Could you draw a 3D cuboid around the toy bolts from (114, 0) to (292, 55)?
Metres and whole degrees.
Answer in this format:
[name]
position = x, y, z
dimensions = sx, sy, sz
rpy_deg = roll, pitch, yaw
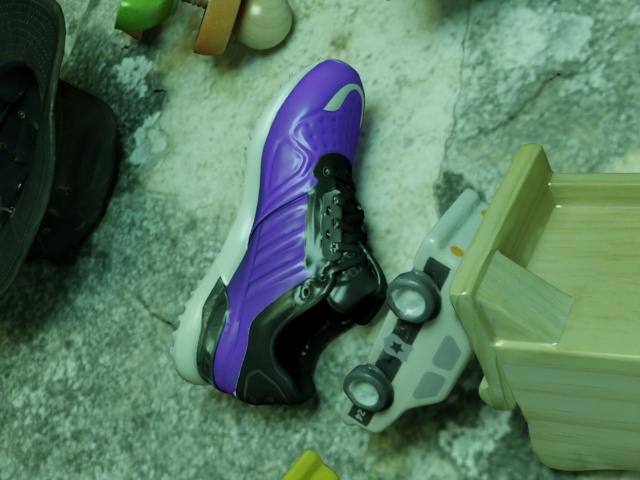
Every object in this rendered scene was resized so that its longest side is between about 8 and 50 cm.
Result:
[toy bolts]
position = -0.099, -0.287, 1.109
dimensions = 0.218, 0.158, 0.229
rpy_deg = -177, 102, -78

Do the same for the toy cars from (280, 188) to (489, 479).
[toy cars]
position = 0.033, 0.153, 0.782
dimensions = 0.087, 0.176, 0.394
rpy_deg = 31, 89, 11

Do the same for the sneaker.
[sneaker]
position = 0.000, 0.001, 0.908
dimensions = 0.146, 0.102, 0.293
rpy_deg = 18, 85, 34

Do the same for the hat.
[hat]
position = -0.282, -0.074, 1.106
dimensions = 0.331, 0.134, 0.331
rpy_deg = -17, 67, 48

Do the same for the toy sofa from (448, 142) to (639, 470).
[toy sofa]
position = 0.278, 0.048, 0.676
dimensions = 0.362, 0.177, 0.150
rpy_deg = 1, 46, 35
